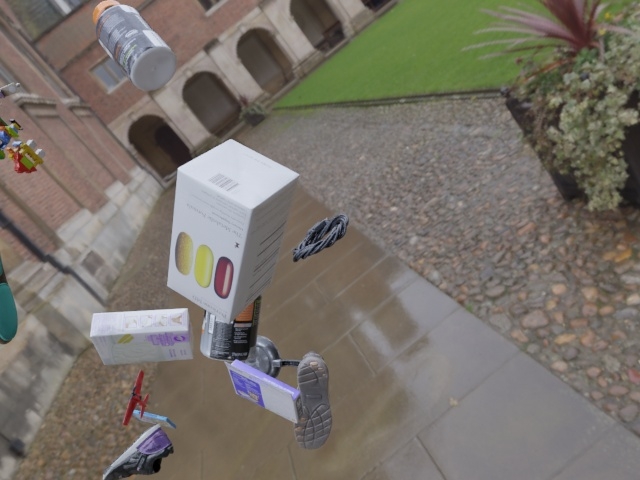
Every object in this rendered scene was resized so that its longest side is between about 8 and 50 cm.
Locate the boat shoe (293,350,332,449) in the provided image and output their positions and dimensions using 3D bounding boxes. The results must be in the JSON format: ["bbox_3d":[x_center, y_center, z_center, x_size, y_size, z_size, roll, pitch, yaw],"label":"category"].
[{"bbox_3d":[-0.019,0.541,1.887,0.133,0.355,0.130,5,16,1],"label":"boat shoe"}]

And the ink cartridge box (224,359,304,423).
[{"bbox_3d":[-0.147,0.398,1.487,0.206,0.208,0.045,21,56,18],"label":"ink cartridge box"}]

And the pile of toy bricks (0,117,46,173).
[{"bbox_3d":[-0.758,-0.231,1.269,0.118,0.212,0.105,5,56,27],"label":"pile of toy bricks"}]

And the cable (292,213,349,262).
[{"bbox_3d":[0.000,0.000,1.479,0.184,0.047,0.151,-41,21,-19],"label":"cable"}]

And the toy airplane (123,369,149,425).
[{"bbox_3d":[-0.492,0.433,1.489,0.151,0.028,0.151,-170,90,-89],"label":"toy airplane"}]

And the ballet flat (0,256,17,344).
[{"bbox_3d":[-0.943,0.123,1.544,0.123,0.348,0.123,-9,6,1],"label":"ballet flat"}]

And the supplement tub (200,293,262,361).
[{"bbox_3d":[-0.304,0.242,1.908,0.193,0.194,0.315,-163,80,-70],"label":"supplement tub"}]

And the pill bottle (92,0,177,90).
[{"bbox_3d":[-0.478,-0.502,1.392,0.130,0.245,0.130,-35,-21,-16],"label":"pill bottle"}]

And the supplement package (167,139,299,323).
[{"bbox_3d":[-0.146,-0.011,0.893,0.134,0.139,0.244,-44,-23,-49],"label":"supplement package"}]

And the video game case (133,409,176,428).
[{"bbox_3d":[-0.681,0.727,2.247,0.167,0.119,0.015,9,58,13],"label":"video game case"}]

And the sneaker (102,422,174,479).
[{"bbox_3d":[-0.601,0.740,1.820,0.283,0.124,0.107,-45,-9,15],"label":"sneaker"}]

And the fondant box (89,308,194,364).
[{"bbox_3d":[-0.639,0.354,2.013,0.331,0.238,0.096,-3,54,-9],"label":"fondant box"}]

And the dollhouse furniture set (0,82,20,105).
[{"bbox_3d":[-0.861,-0.430,1.469,0.081,0.114,0.091,-28,36,-12],"label":"dollhouse furniture set"}]

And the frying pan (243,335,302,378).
[{"bbox_3d":[-0.197,0.518,2.257,0.053,0.326,0.197,-13,-56,-57],"label":"frying pan"}]
